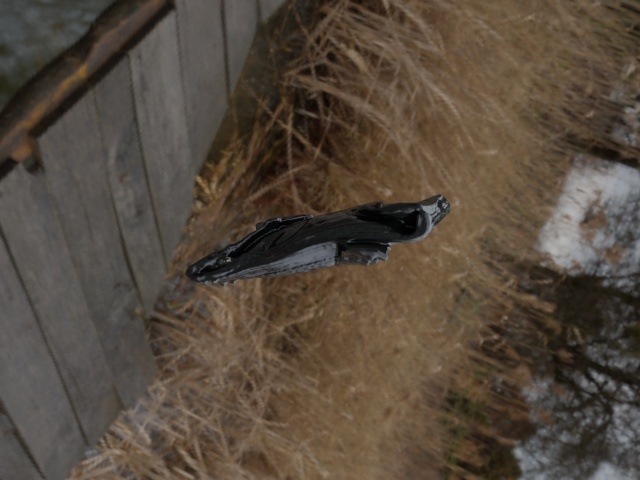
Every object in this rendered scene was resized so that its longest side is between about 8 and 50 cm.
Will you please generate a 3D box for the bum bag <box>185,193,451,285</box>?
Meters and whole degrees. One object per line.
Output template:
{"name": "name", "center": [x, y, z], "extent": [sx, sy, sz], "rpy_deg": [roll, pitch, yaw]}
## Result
{"name": "bum bag", "center": [0.000, 0.000, 0.730], "extent": [0.123, 0.248, 0.060], "rpy_deg": [-22, 101, -72]}
